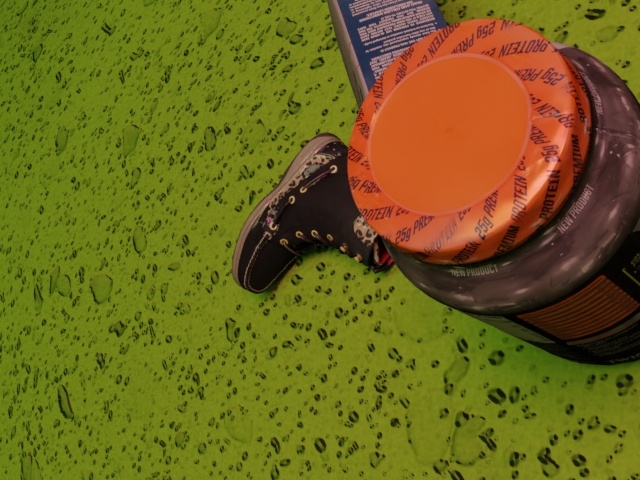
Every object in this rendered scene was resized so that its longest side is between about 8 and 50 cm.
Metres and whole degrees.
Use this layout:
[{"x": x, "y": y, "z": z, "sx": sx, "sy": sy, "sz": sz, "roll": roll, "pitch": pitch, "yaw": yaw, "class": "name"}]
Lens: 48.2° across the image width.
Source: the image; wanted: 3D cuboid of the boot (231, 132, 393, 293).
[{"x": 0.000, "y": -0.001, "z": 0.893, "sx": 0.178, "sy": 0.085, "sz": 0.236, "roll": 40, "pitch": 99, "yaw": 39, "class": "boot"}]

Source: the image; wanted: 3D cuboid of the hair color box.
[{"x": 0.088, "y": -0.186, "z": 0.802, "sx": 0.105, "sy": 0.174, "sz": 0.347, "roll": -16, "pitch": 56, "yaw": 4, "class": "hair color box"}]

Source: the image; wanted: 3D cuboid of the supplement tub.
[{"x": 0.183, "y": -0.023, "z": 0.582, "sx": 0.207, "sy": 0.338, "sz": 0.207, "roll": -15, "pitch": 64, "yaw": 34, "class": "supplement tub"}]
